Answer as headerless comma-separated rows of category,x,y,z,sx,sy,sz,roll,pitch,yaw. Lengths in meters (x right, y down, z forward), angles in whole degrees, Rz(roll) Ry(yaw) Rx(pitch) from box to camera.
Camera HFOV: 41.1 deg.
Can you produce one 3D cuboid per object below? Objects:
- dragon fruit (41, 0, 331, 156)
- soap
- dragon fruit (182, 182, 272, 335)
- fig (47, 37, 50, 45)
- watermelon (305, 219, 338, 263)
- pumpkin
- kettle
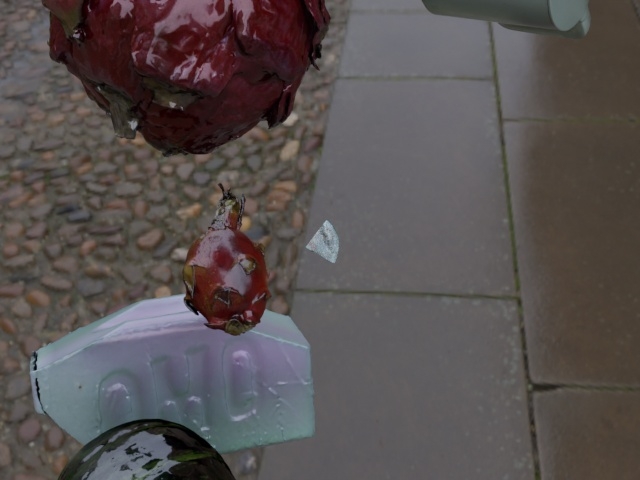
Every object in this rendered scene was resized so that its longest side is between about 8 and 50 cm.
dragon fruit,-0.136,-0.261,0.916,0.329,0.329,0.329,-2,39,1
soap,-0.244,0.233,1.431,0.445,0.262,0.156,-6,16,-15
dragon fruit,-0.137,0.020,1.248,0.125,0.125,0.246,-12,54,18
fig,-0.502,-0.411,1.865,0.245,0.149,0.149,15,42,12
watermelon,0.000,0.000,1.610,0.061,0.085,0.085,-19,42,-22
pumpkin,-0.220,0.404,1.158,0.241,0.323,0.323,-25,44,-25
kettle,0.392,-0.532,1.794,0.318,0.265,0.205,19,46,36
